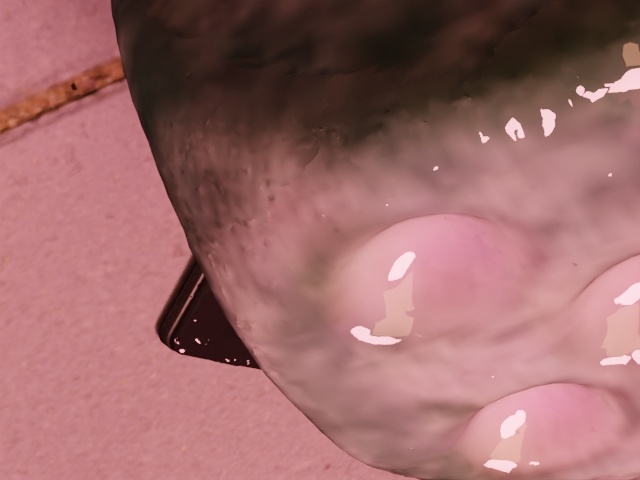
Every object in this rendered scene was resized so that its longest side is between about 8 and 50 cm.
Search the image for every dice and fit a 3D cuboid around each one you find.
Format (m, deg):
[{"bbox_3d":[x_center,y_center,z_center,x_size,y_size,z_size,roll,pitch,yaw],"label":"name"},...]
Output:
[{"bbox_3d":[0.119,-0.097,0.669,0.330,0.328,0.348,-21,142,17],"label":"dice"}]

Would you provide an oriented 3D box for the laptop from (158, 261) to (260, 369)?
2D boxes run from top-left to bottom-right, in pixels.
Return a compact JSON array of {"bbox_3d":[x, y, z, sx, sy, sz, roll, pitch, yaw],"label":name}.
[{"bbox_3d":[0.000,0.000,0.939,0.154,0.026,0.207,15,114,-40],"label":"laptop"}]
